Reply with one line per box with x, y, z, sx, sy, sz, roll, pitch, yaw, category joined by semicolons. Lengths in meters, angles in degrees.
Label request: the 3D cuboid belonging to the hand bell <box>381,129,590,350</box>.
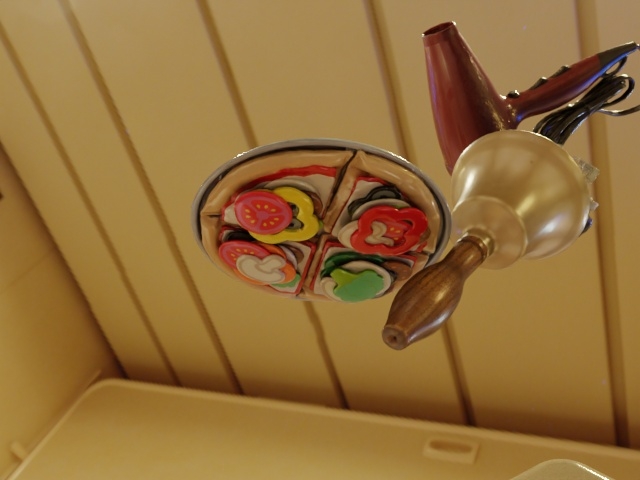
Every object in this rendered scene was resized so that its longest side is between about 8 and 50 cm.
0.113;0.013;0.546;0.126;0.242;0.126;17;-55;27;hand bell

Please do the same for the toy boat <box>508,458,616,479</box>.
0.254;0.361;0.803;0.151;0.231;0.151;16;-62;61;toy boat

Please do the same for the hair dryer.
0.224;-0.150;0.789;0.293;0.080;0.224;22;-85;-24;hair dryer

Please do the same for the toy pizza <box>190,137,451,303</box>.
0.000;0.000;0.547;0.201;0.032;0.201;1;-37;1;toy pizza
